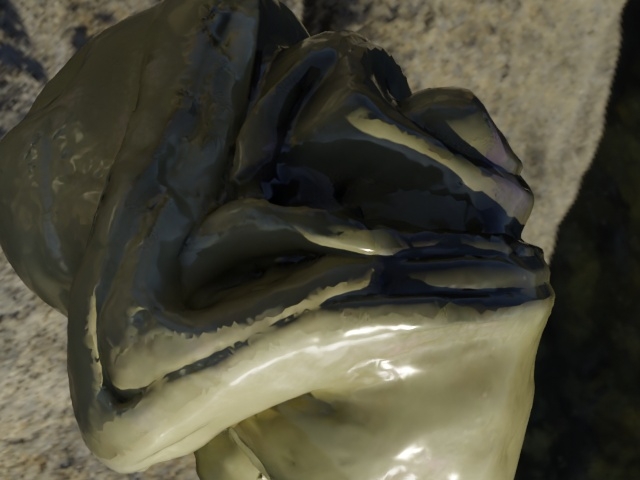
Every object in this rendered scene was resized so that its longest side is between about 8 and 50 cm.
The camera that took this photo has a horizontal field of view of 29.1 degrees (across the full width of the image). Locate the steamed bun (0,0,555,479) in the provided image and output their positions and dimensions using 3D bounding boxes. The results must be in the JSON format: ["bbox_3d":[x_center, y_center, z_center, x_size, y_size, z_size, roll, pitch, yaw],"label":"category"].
[{"bbox_3d":[0.000,0.000,0.728,0.339,0.247,0.352,19,44,-42],"label":"steamed bun"}]
